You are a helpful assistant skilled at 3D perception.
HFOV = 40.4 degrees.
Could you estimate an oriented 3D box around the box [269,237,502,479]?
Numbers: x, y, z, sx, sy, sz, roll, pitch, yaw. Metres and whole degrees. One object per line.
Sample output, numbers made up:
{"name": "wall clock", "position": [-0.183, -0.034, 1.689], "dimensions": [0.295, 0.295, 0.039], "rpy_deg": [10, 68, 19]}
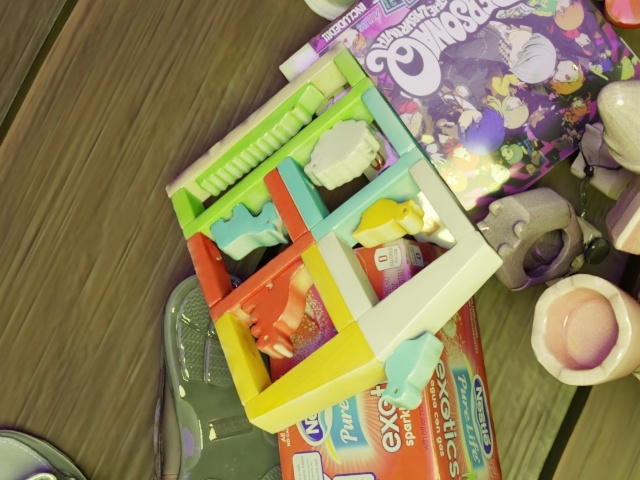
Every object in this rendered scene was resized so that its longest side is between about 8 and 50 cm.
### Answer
{"name": "box", "position": [0.051, 0.137, 0.651], "dimensions": [0.128, 0.122, 0.257], "rpy_deg": [-14, 77, 29]}

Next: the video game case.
{"name": "video game case", "position": [0.118, -0.134, 0.719], "dimensions": [0.232, 0.042, 0.210], "rpy_deg": [-38, 88, 6]}

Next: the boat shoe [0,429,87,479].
{"name": "boat shoe", "position": [-0.211, 0.222, 0.697], "dimensions": [0.227, 0.081, 0.079], "rpy_deg": [36, 63, 24]}

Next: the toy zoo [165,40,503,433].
{"name": "toy zoo", "position": [0.000, 0.000, 0.614], "dimensions": [0.192, 0.030, 0.293], "rpy_deg": [-38, 46, 12]}

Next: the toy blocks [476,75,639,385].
{"name": "toy blocks", "position": [0.212, -0.036, 0.507], "dimensions": [0.309, 0.260, 0.289], "rpy_deg": [48, 116, 45]}

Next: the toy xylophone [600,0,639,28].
{"name": "toy xylophone", "position": [0.363, -0.274, 0.714], "dimensions": [0.322, 0.081, 0.236], "rpy_deg": [4, 80, 10]}

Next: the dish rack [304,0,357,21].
{"name": "dish rack", "position": [0.077, -0.388, 0.788], "dimensions": [0.285, 0.072, 0.333], "rpy_deg": [-18, 79, 5]}

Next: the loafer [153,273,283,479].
{"name": "loafer", "position": [-0.087, 0.179, 0.713], "dimensions": [0.109, 0.095, 0.303], "rpy_deg": [-1, 83, -22]}
